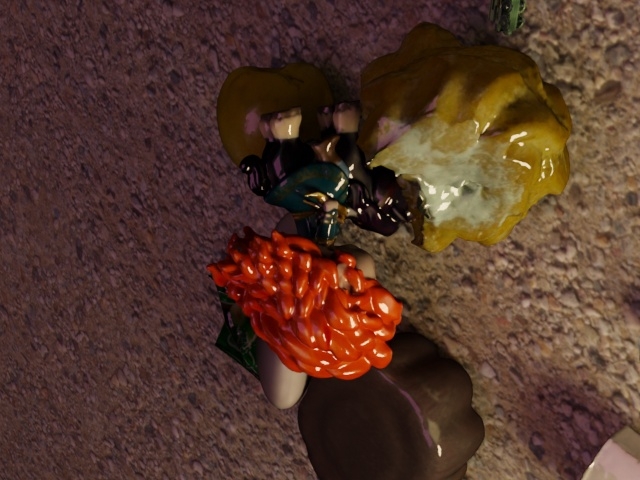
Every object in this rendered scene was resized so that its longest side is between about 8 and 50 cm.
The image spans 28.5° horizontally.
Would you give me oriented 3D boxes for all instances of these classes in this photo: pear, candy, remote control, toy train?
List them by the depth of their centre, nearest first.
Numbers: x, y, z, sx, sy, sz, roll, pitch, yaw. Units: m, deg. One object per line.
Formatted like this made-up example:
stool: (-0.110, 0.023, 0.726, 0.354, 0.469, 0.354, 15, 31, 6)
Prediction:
toy train: (0.251, -0.323, 1.711, 0.053, 0.033, 0.083, 30, 126, 42)
pear: (-0.070, -0.187, 1.989, 0.200, 0.200, 0.200, 19, 118, 41)
remote control: (-0.051, 0.114, 2.080, 0.221, 0.103, 0.332, -124, 37, -77)
candy: (-0.135, 0.160, 2.275, 0.141, 0.078, 0.203, 45, 145, 40)

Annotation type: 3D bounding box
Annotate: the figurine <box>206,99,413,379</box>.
figurine: (0.007, -0.009, 1.858, 0.241, 0.306, 0.411, 3, 73, 56)

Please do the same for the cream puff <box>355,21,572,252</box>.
cream puff: (0.196, -0.161, 1.687, 0.274, 0.269, 0.323, -10, 141, 17)

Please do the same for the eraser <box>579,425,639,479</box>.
eraser: (0.475, 0.399, 1.706, 0.270, 0.095, 0.174, 40, 130, 30)

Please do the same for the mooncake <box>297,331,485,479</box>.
mooncake: (0.115, 0.294, 2.003, 0.306, 0.154, 0.306, 21, 119, 42)
